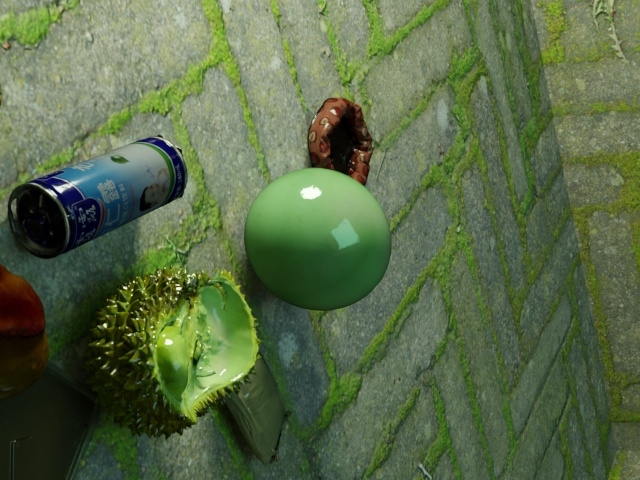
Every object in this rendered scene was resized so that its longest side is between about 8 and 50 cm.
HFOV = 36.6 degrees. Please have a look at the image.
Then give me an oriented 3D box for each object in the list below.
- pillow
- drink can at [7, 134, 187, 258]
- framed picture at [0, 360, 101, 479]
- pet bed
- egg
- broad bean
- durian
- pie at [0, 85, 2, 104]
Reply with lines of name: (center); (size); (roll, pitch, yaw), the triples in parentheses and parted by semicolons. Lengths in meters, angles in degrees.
pillow: (-0.104, 0.241, 1.492); (0.208, 0.053, 0.119); (67, 33, -31)
drink can: (-0.269, -0.059, 1.201); (0.235, 0.097, 0.097); (-32, 115, -55)
framed picture: (-0.349, 0.259, 1.119); (0.184, 0.016, 0.250); (48, 49, -47)
pet bed: (0.038, -0.166, 1.761); (0.201, 0.053, 0.201); (-1, 91, -64)
egg: (0.000, 0.000, 1.520); (0.270, 0.220, 0.220); (20, 71, -58)
broad bean: (-0.371, 0.080, 0.996); (0.228, 0.122, 0.156); (50, 21, -54)
durian: (-0.195, 0.136, 1.230); (0.237, 0.176, 0.200); (-47, 129, -48)
pie: (-0.404, -0.120, 0.998); (0.193, 0.079, 0.163); (-50, 139, -49)
